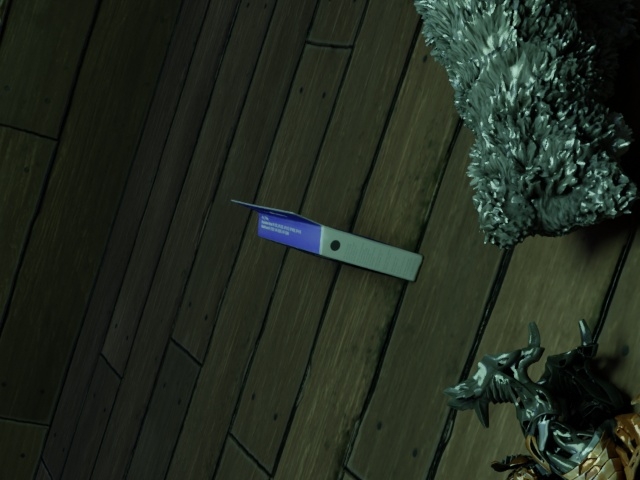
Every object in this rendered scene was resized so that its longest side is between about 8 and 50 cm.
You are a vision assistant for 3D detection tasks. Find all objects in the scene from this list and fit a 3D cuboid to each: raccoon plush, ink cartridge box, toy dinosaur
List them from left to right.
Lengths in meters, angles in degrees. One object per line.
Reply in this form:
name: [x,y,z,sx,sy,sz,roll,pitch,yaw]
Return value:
ink cartridge box: [0.000,0.000,1.521,0.206,0.208,0.045,14,85,63]
raccoon plush: [0.159,-0.192,1.126,0.216,0.446,0.299,-31,35,36]
toy dinosaur: [0.256,0.198,1.062,0.322,0.164,0.218,-44,51,15]
